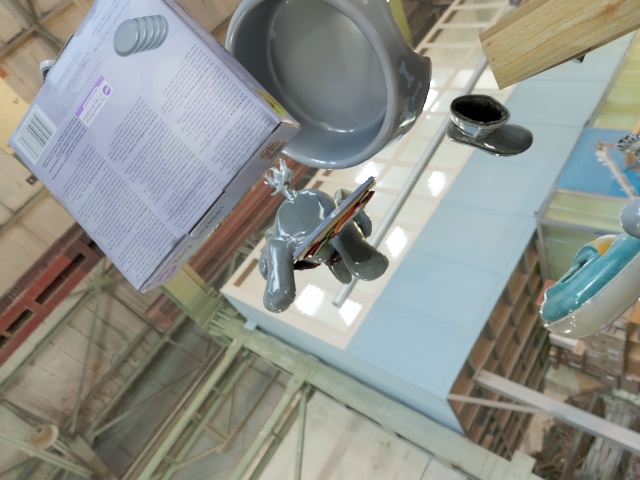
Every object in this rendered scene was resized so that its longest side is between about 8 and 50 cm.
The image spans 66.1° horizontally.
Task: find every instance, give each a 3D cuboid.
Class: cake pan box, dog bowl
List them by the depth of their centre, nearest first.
[{"bbox_3d":[-0.194,-0.112,0.545,0.267,0.246,0.070,-47,-9,17],"label":"cake pan box"},{"bbox_3d":[-0.002,-0.269,0.798,0.102,0.348,0.349,-53,-42,-38],"label":"dog bowl"}]

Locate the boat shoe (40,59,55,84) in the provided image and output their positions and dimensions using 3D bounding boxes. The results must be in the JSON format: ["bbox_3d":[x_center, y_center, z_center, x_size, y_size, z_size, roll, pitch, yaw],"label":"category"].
[{"bbox_3d":[-0.627,-0.362,1.178,0.065,0.183,0.083,-8,-91,-26],"label":"boat shoe"}]

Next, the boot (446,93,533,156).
[{"bbox_3d":[0.328,-0.218,0.927,0.208,0.189,0.076,33,-115,-82],"label":"boot"}]

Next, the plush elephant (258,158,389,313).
[{"bbox_3d":[0.000,0.000,1.111,0.271,0.330,0.255,-28,-23,14],"label":"plush elephant"}]

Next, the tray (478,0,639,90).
[{"bbox_3d":[0.366,-0.268,0.425,0.202,0.411,0.076,-27,-84,-31],"label":"tray"}]

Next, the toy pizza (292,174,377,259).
[{"bbox_3d":[0.031,-0.032,0.842,0.032,0.201,0.201,45,-120,0],"label":"toy pizza"}]

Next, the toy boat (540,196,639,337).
[{"bbox_3d":[0.528,0.041,0.879,0.267,0.148,0.318,-37,-15,-18],"label":"toy boat"}]

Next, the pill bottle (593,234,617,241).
[{"bbox_3d":[0.674,0.036,1.123,0.169,0.094,0.094,7,-83,-44],"label":"pill bottle"}]

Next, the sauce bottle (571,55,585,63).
[{"bbox_3d":[0.523,-0.405,0.942,0.042,0.042,0.128,6,-66,-50],"label":"sauce bottle"}]

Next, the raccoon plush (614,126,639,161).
[{"bbox_3d":[0.777,-0.287,0.916,0.216,0.299,0.447,-4,-60,-27],"label":"raccoon plush"}]
